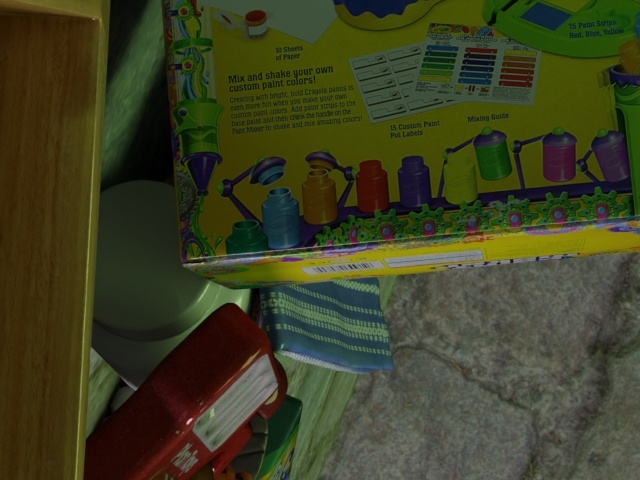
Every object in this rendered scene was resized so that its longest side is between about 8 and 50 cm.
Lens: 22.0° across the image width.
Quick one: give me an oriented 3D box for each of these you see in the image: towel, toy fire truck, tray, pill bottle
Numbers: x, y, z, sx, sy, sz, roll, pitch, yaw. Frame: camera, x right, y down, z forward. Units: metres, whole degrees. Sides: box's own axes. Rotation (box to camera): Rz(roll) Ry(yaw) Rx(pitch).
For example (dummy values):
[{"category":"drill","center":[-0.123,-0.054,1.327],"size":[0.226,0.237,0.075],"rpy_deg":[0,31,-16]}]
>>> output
[{"category":"towel","center":[-0.001,-0.070,1.267],"size":[0.243,0.040,0.336],"rpy_deg":[24,59,-68]},{"category":"toy fire truck","center":[-0.118,0.161,1.059],"size":[0.254,0.169,0.302],"rpy_deg":[-43,168,-7]},{"category":"tray","center":[-0.172,0.084,0.752],"size":[0.203,0.076,0.410],"rpy_deg":[-19,114,-79]},{"category":"pill bottle","center":[-0.110,0.037,1.174],"size":[0.229,0.131,0.131],"rpy_deg":[77,36,-75]}]

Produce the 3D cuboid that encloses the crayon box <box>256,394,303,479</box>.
[{"category":"crayon box","center":[-0.126,0.359,2.032],"size":[0.203,0.083,0.323],"rpy_deg":[100,16,-54]}]

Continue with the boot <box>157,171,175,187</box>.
[{"category":"boot","center":[-0.058,-0.095,1.330],"size":[0.295,0.104,0.211],"rpy_deg":[91,18,-80]}]

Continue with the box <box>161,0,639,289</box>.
[{"category":"box","center":[0.062,-0.125,0.998],"size":[0.177,0.290,0.279],"rpy_deg":[42,43,-81]}]

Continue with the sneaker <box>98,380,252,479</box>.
[{"category":"sneaker","center":[-0.096,0.179,1.446],"size":[0.124,0.180,0.321],"rpy_deg":[90,24,-68]}]

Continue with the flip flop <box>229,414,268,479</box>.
[{"category":"flip flop","center":[-0.138,0.275,1.733],"size":[0.080,0.112,0.277],"rpy_deg":[-121,-134,-68]}]
